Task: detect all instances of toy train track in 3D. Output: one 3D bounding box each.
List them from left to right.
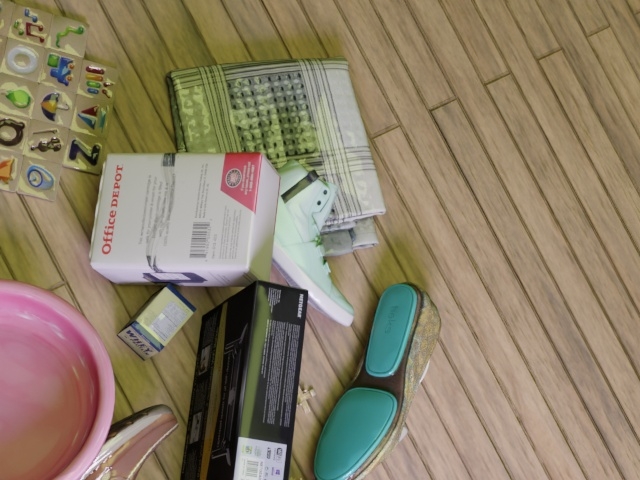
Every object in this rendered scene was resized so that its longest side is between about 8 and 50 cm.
[{"bbox_3d":[-0.041,0.242,1.993,0.083,0.014,0.048,-25,87,-27],"label":"toy train track"}]

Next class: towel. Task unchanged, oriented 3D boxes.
[{"bbox_3d":[-0.064,-0.125,2.058,0.312,0.056,0.324,-7,80,-26],"label":"towel"}]

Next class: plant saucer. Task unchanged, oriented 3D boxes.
[{"bbox_3d":[-0.434,0.212,1.739,0.332,0.084,0.332,4,60,-6],"label":"plant saucer"}]

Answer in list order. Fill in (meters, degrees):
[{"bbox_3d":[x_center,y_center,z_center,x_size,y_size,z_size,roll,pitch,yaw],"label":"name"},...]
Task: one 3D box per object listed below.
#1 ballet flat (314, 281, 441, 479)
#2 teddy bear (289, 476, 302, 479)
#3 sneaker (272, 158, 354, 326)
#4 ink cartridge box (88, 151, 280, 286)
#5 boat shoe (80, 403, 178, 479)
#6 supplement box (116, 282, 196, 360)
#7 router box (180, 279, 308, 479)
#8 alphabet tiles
[{"bbox_3d":[0.098,0.233,2.013,0.123,0.123,0.348,28,69,-15],"label":"ballet flat"},{"bbox_3d":[0.019,0.463,1.850,0.113,0.338,0.245,-32,59,10],"label":"teddy bear"},{"bbox_3d":[0.000,0.000,1.981,0.151,0.094,0.256,-43,105,-11],"label":"sneaker"},{"bbox_3d":[-0.189,-0.029,1.884,0.237,0.100,0.172,0,72,16],"label":"ink cartridge box"},{"bbox_3d":[-0.310,0.350,1.792,0.324,0.123,0.116,-41,99,-18],"label":"boat shoe"},{"bbox_3d":[-0.233,0.116,1.900,0.056,0.083,0.083,44,63,-8],"label":"supplement box"},{"bbox_3d":[-0.110,0.231,1.836,0.081,0.243,0.309,13,72,-20],"label":"router box"},{"bbox_3d":[-0.467,-0.214,1.925,0.342,0.011,0.285,14,71,-21],"label":"alphabet tiles"}]
